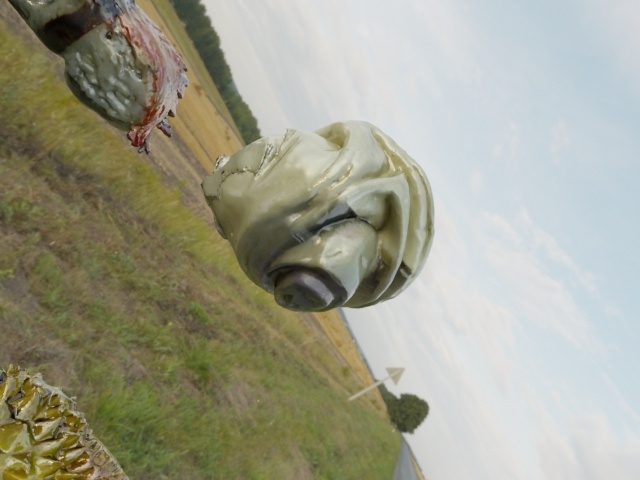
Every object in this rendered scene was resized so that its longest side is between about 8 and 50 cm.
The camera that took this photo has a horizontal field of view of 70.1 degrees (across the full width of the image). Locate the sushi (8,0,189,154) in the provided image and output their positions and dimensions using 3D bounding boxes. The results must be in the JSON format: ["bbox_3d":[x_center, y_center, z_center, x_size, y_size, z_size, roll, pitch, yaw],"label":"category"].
[{"bbox_3d":[-0.281,-0.266,0.558,0.332,0.129,0.124,55,26,-27],"label":"sushi"}]

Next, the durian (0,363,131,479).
[{"bbox_3d":[-0.246,0.182,0.412,0.224,0.079,0.140,31,1,-14],"label":"durian"}]

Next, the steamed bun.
[{"bbox_3d":[0.000,0.000,0.716,0.238,0.393,0.347,-88,-168,-47],"label":"steamed bun"}]
